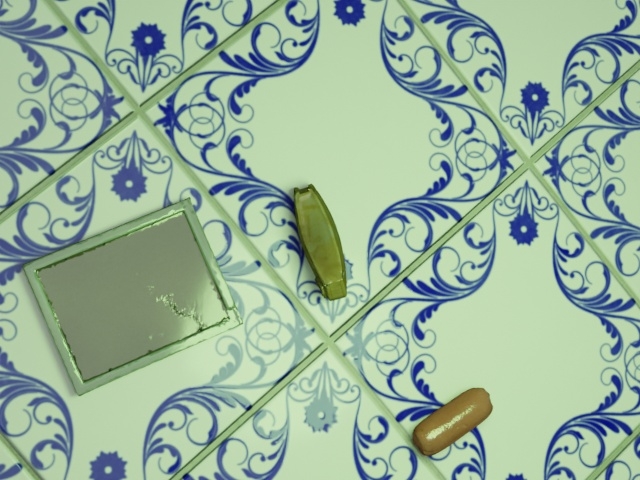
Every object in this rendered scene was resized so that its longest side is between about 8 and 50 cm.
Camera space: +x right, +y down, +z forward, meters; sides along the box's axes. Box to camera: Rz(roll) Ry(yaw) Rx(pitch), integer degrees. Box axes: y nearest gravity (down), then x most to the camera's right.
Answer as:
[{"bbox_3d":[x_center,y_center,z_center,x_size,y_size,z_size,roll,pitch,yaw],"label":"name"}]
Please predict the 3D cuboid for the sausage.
[{"bbox_3d":[0.227,0.307,1.961,0.154,0.062,0.062,-32,93,-16],"label":"sausage"}]

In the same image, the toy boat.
[{"bbox_3d":[0.000,0.000,1.926,0.064,0.072,0.206,-16,78,-1],"label":"toy boat"}]

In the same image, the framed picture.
[{"bbox_3d":[-0.300,0.088,1.859,0.293,0.018,0.231,-23,90,-17],"label":"framed picture"}]
